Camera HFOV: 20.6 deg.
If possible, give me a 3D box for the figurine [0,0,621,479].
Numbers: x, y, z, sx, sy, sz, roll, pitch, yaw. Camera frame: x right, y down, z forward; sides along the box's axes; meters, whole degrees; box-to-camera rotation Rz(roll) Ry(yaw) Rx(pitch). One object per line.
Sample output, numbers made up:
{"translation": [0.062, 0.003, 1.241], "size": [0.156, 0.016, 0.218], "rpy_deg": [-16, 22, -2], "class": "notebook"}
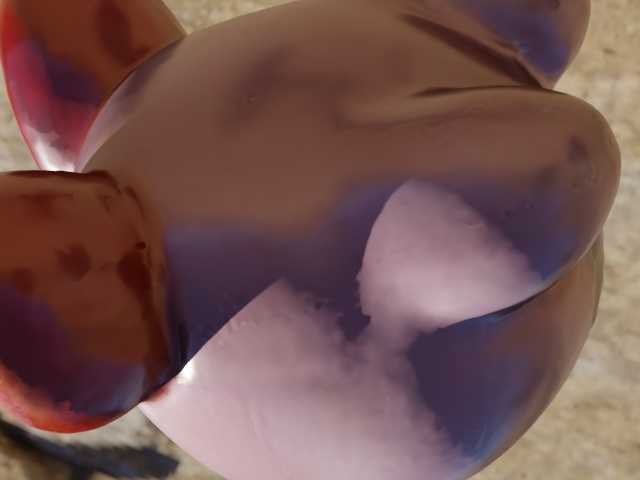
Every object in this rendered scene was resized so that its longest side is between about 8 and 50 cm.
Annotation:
{"translation": [-0.007, 0.005, 0.743], "size": [0.261, 0.270, 0.211], "rpy_deg": [-6, 125, 4], "class": "figurine"}
